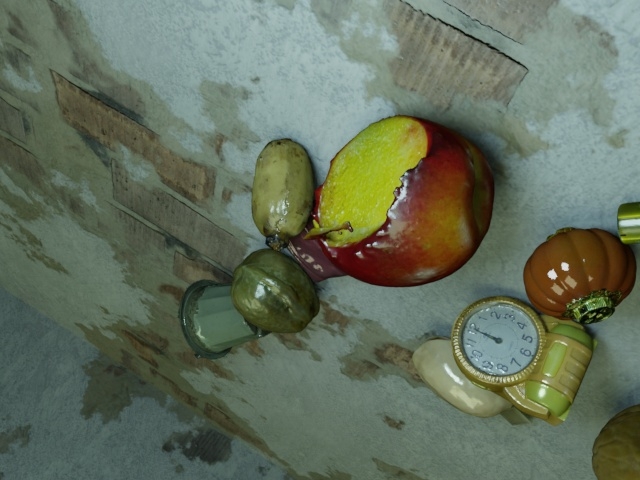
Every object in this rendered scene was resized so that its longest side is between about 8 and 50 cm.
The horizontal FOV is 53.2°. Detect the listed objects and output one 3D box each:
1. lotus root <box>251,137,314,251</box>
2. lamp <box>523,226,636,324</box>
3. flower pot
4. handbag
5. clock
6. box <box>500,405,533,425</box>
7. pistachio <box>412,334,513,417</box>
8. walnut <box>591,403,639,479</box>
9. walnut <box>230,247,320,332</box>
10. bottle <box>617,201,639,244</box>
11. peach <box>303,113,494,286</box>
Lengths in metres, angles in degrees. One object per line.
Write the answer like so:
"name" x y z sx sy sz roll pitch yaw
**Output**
"lotus root" -0.093 -0.111 1.565 0.146 0.284 0.160 10 160 -18
"lamp" 0.528 0.070 1.307 0.223 0.197 0.223 -6 146 -4
"flower pot" -0.295 0.244 2.151 0.259 0.290 0.290 -17 120 33
"handbag" 0.000 0.000 1.696 0.135 0.146 0.225 -18 121 45
"clock" 0.476 0.280 1.557 0.317 0.244 0.200 22 158 23
"box" 0.580 0.513 1.905 0.079 0.035 0.083 44 144 -11
"pistachio" 0.403 0.375 1.779 0.299 0.187 0.187 32 145 16
"walnut" 0.823 0.539 1.533 0.332 0.333 0.333 22 142 18
"walnut" -0.140 0.159 1.922 0.283 0.227 0.283 28 158 12
"bottle" 0.691 -0.041 1.142 0.286 0.082 0.082 -4 129 42
"peach" 0.181 -0.066 1.318 0.310 0.335 0.406 29 145 -28
